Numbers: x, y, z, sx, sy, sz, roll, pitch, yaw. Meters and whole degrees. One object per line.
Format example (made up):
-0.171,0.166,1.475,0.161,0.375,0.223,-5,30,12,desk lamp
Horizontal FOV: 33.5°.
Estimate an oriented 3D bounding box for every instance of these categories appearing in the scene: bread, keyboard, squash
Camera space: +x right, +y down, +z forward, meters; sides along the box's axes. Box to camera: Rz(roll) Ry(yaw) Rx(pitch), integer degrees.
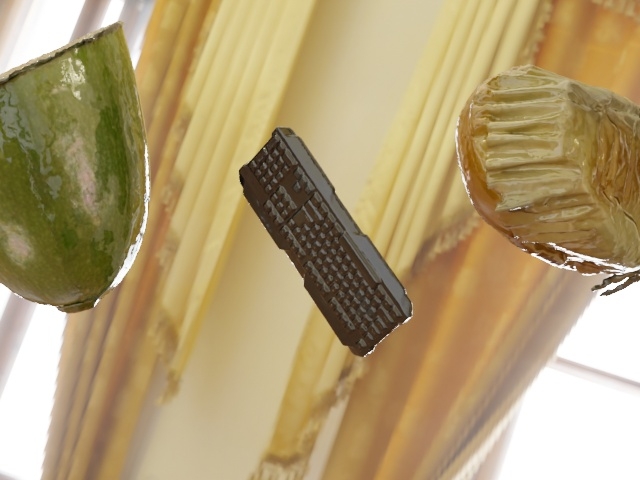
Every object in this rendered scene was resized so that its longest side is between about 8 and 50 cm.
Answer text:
0.314,-0.083,1.304,0.183,0.236,0.388,-1,-18,37,bread
0.000,0.000,1.165,0.016,0.106,0.262,-10,61,-52,keyboard
-0.318,-0.074,1.330,0.310,0.310,0.309,5,-56,63,squash
